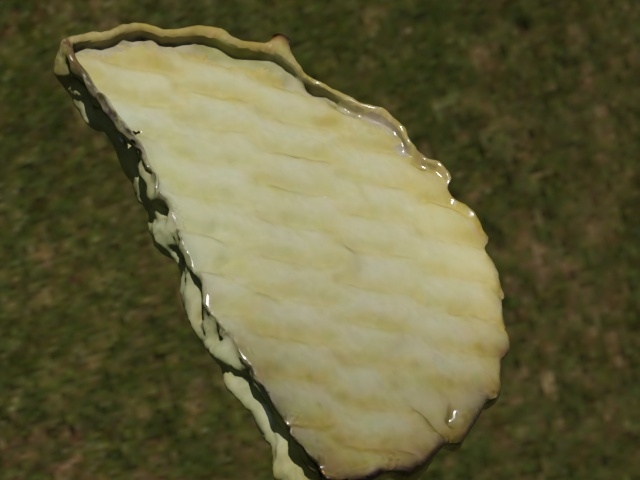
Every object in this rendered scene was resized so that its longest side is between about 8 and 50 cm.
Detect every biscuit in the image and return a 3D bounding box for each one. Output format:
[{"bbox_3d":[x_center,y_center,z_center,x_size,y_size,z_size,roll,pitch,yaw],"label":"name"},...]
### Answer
[{"bbox_3d":[0.000,0.000,0.897,0.187,0.036,0.274,-7,55,-36],"label":"biscuit"}]
